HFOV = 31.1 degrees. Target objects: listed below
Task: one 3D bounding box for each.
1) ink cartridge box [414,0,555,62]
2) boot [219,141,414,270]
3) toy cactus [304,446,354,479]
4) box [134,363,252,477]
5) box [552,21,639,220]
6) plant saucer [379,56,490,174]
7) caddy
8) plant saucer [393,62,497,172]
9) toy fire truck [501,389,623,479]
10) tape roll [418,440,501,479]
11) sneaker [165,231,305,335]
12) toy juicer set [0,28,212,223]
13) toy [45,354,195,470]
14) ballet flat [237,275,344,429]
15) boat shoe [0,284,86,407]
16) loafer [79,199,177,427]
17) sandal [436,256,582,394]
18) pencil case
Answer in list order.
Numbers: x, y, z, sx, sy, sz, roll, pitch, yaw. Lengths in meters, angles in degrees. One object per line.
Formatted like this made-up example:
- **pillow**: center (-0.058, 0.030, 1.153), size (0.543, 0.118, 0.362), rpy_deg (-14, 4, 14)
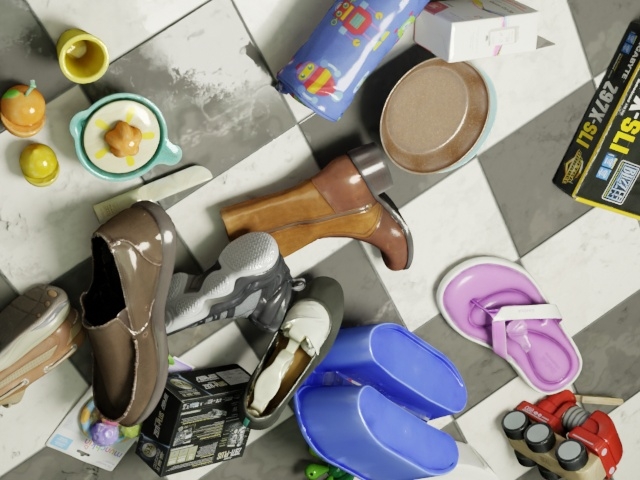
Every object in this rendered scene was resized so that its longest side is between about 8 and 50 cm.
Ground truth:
- **ink cartridge box**: center (0.260, -0.335, 1.796), size (0.198, 0.115, 0.067), rpy_deg (-11, 120, -23)
- **boot**: center (0.000, 0.000, 1.864), size (0.280, 0.096, 0.264), rpy_deg (-26, 137, -5)
- **toy cactus**: center (0.055, 0.415, 2.116), size (0.181, 0.112, 0.219), rpy_deg (0, 107, -37)
- **box**: center (-0.198, 0.293, 1.897), size (0.180, 0.077, 0.147), rpy_deg (-5, 119, -46)
- **box**: center (0.593, -0.200, 2.061), size (0.257, 0.079, 0.322), rpy_deg (15, 108, -30)
- **plant saucer**: center (0.176, -0.202, 1.829), size (0.199, 0.036, 0.198), rpy_deg (-12, 120, -21)
- **caddy**: center (0.096, 0.284, 1.981), size (0.341, 0.179, 0.241), rpy_deg (36, 55, -35)
- **plant saucer**: center (0.198, -0.206, 1.883), size (0.195, 0.037, 0.195), rpy_deg (-11, 120, -20)
- **toy fire truck**: center (0.514, 0.363, 2.251), size (0.246, 0.217, 0.158), rpy_deg (-42, 127, -19)
- **tape roll**: center (0.222, 0.529, 2.225), size (0.286, 0.100, 0.286), rpy_deg (-6, 112, -15)
- **sneaker**: center (-0.152, 0.105, 1.818), size (0.269, 0.101, 0.153), rpy_deg (-32, 132, 12)
- **toy juicer set**: center (-0.313, -0.124, 1.638), size (0.209, 0.089, 0.329), rpy_deg (-40, 127, -2)
- **toy**: center (-0.320, 0.279, 1.871), size (0.137, 0.056, 0.237), rpy_deg (32, 98, -34)
- **ballet flat**: center (-0.043, 0.181, 1.851), size (0.095, 0.096, 0.280), rpy_deg (27, 82, 7)
- **boat shoe**: center (-0.488, 0.205, 1.711), size (0.324, 0.123, 0.116), rpy_deg (-35, 128, -4)
- **loafer**: center (-0.310, 0.117, 1.717), size (0.130, 0.134, 0.365), rpy_deg (-13, 118, -44)
- **sandal**: center (0.379, 0.165, 2.131), size (0.169, 0.102, 0.416), rpy_deg (-49, 126, 4)
- **pencil case**: center (0.063, -0.315, 1.706), size (0.306, 0.119, 0.133), rpy_deg (-52, 167, 6)
